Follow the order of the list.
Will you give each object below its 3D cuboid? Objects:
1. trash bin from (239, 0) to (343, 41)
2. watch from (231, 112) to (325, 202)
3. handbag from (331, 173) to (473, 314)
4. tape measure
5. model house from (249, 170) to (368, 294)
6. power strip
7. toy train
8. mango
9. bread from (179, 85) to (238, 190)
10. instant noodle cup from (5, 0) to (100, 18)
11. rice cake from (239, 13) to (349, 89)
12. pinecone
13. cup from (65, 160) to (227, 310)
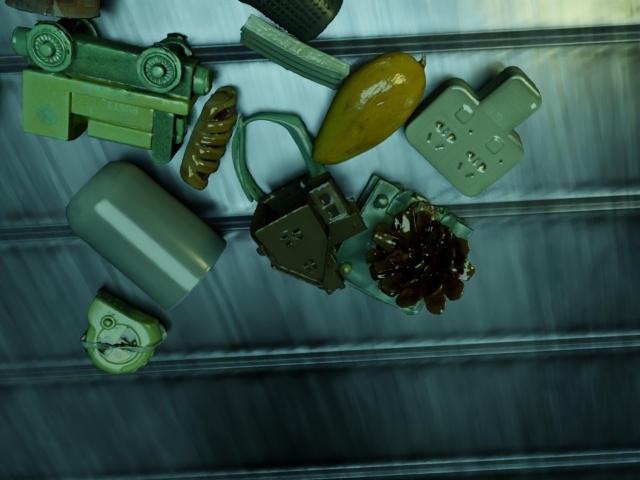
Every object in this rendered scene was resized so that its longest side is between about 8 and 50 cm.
[{"bbox_3d":[-0.049,-0.486,1.187,0.161,0.175,0.175,38,106,-27],"label":"trash bin"},{"bbox_3d":[-0.100,-0.183,1.347,0.195,0.068,0.237,-23,114,10],"label":"watch"},{"bbox_3d":[0.176,0.018,1.408,0.269,0.100,0.274,29,108,-11],"label":"handbag"},{"bbox_3d":[-0.487,0.234,1.475,0.200,0.106,0.175,28,94,-13],"label":"tape measure"},{"bbox_3d":[0.000,0.000,1.287,0.204,0.211,0.243,-26,113,12],"label":"model house"},{"bbox_3d":[0.344,-0.262,1.308,0.229,0.141,0.261,40,119,-14],"label":"power strip"},{"bbox_3d":[-0.427,-0.313,1.244,0.397,0.160,0.253,11,117,-5],"label":"toy train"},{"bbox_3d":[0.102,-0.276,1.265,0.317,0.119,0.176,-47,148,16],"label":"mango"},{"bbox_3d":[-0.236,-0.217,1.292,0.081,0.134,0.225,24,111,-12],"label":"bread"},{"bbox_3d":[-0.502,-0.539,1.130,0.218,0.217,0.207,9,117,-5],"label":"instant noodle cup"},{"bbox_3d":[-0.053,-0.382,1.243,0.237,0.127,0.043,25,88,-9],"label":"rice cake"},{"bbox_3d":[0.204,0.044,1.270,0.229,0.201,0.202,29,82,16],"label":"pinecone"},{"bbox_3d":[-0.384,-0.019,1.325,0.205,0.205,0.312,-43,105,14],"label":"cup"}]
